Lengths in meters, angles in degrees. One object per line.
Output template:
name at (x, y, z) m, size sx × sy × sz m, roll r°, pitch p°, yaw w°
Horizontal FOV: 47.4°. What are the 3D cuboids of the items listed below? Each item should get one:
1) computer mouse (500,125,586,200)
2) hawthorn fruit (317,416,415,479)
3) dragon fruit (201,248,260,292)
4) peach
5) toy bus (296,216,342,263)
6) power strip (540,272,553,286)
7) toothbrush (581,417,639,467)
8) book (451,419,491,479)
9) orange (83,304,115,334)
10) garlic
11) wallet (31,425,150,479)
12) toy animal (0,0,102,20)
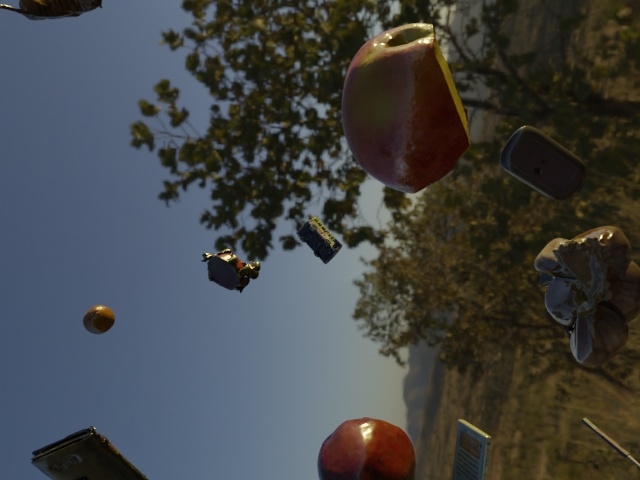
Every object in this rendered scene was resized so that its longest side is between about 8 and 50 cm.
computer mouse at (0.520, -0.180, 1.705) m, size 0.120 × 0.232 × 0.057 m, roll -58°, pitch 23°, yaw 14°
hawthorn fruit at (0.134, 0.693, 2.180) m, size 0.325 × 0.308 × 0.308 m, roll -59°, pitch -24°, yaw -46°
dragon fruit at (-0.272, 0.096, 2.254) m, size 0.175 × 0.138 × 0.142 m, roll -7°, pitch -93°, yaw -42°
peach at (0.192, -0.282, 1.717) m, size 0.242 × 0.306 × 0.380 m, roll -70°, pitch -37°, yaw -49°
toy bus at (0.000, 0.000, 1.690) m, size 0.052 × 0.102 × 0.058 m, roll -46°, pitch -6°, yaw 31°
power strip at (0.632, 0.119, 1.815) m, size 0.216 × 0.044 × 0.137 m, roll -125°, pitch 32°, yaw -52°
toothbrush at (0.644, 0.453, 1.572) m, size 0.014 × 0.194 × 0.017 m, roll -8°, pitch -51°, yaw -39°
book at (0.327, 0.565, 1.624) m, size 0.208 × 0.020 × 0.296 m, roll 147°, pitch 130°, yaw -84°
orange at (-0.566, 0.202, 1.859) m, size 0.085 × 0.085 × 0.085 m, roll 8°, pitch -90°, yaw -80°
garlic at (0.456, 0.084, 1.202) m, size 0.191 × 0.160 × 0.214 m, roll 40°, pitch -153°, yaw -77°
wallet at (-0.542, 0.568, 1.768) m, size 0.044 × 0.169 × 0.317 m, roll -111°, pitch -2°, yaw -46°
toy animal at (-0.581, -0.483, 1.479) m, size 0.255 × 0.116 × 0.114 m, roll -27°, pitch -15°, yaw -39°
